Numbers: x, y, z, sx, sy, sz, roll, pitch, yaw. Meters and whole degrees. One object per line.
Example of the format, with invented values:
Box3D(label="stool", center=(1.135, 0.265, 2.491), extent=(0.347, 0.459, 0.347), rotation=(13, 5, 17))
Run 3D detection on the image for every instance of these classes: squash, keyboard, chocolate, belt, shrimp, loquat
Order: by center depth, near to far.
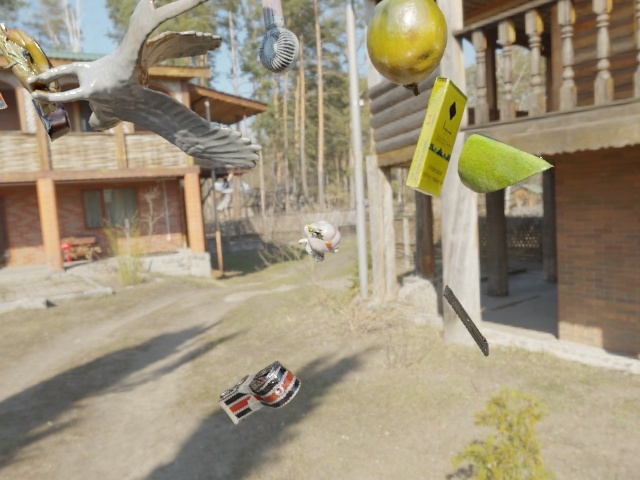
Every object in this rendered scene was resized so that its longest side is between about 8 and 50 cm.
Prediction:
Box3D(label="shrimp", center=(-0.662, -0.409, 1.138), extent=(0.068, 0.248, 0.150), rotation=(-38, -16, -43))
Box3D(label="loquat", center=(0.217, -0.481, 1.271), extent=(0.213, 0.246, 0.213), rotation=(-10, 25, 5))
Box3D(label="squash", center=(0.456, -0.149, 1.277), extent=(0.093, 0.170, 0.252), rotation=(-33, 39, -11))
Box3D(label="keyboard", center=(0.385, 0.210, 1.344), extent=(0.013, 0.205, 0.061), rotation=(-33, 6, 26))
Box3D(label="belt", center=(-0.167, 0.406, 1.374), extent=(0.126, 0.094, 0.359), rotation=(-41, 2, -40))
Box3D(label="chocolate", center=(-0.822, -0.370, 1.584), extent=(0.080, 0.149, 0.125), rotation=(-27, -19, -23))

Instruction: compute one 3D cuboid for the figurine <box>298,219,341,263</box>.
Box3D(label="figurine", center=(0.000, 0.000, 1.709), extent=(0.112, 0.137, 0.229), rotation=(-43, -4, -26))

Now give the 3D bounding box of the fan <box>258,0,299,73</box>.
Box3D(label="fan", center=(-0.134, -0.632, 1.551), extent=(0.130, 0.245, 0.074), rotation=(-11, -6, 40))

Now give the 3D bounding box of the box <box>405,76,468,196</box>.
Box3D(label="box", center=(0.304, -0.259, 1.314), extent=(0.040, 0.279, 0.153), rotation=(18, 5, 35))

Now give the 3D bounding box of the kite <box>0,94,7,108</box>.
Box3D(label="kite", center=(-0.737, -0.318, 1.061), extent=(0.159, 0.190, 0.010), rotation=(24, -10, -41))

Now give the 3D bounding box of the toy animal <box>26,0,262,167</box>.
Box3D(label="toy animal", center=(-0.232, -0.215, 0.654), extent=(0.301, 0.225, 0.284), rotation=(-14, -12, -9))
